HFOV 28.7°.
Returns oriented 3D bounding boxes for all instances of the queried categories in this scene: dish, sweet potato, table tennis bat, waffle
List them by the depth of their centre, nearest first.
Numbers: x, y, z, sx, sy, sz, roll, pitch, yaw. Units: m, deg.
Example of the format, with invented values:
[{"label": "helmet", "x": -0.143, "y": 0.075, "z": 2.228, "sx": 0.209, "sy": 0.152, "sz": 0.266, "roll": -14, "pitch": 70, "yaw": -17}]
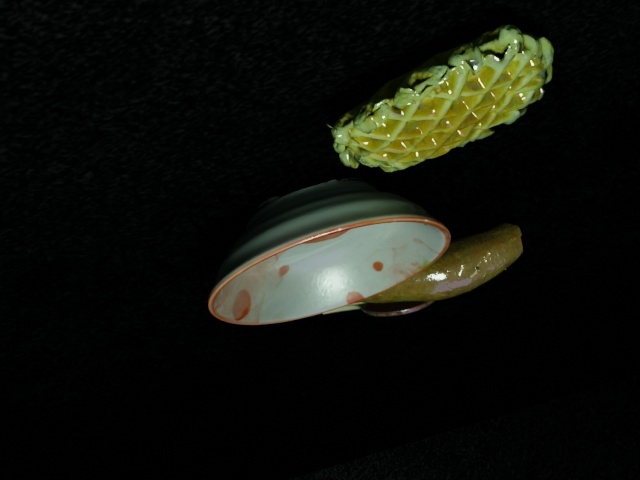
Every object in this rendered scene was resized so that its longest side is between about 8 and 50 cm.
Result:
[{"label": "waffle", "x": 0.110, "y": -0.120, "z": 1.112, "sx": 0.214, "sy": 0.054, "sz": 0.208, "roll": -27, "pitch": 164, "yaw": 15}, {"label": "dish", "x": 0.000, "y": 0.000, "z": 1.303, "sx": 0.260, "sy": 0.085, "sz": 0.260, "roll": -15, "pitch": 161, "yaw": -5}, {"label": "sweet potato", "x": 0.143, "y": 0.045, "z": 1.589, "sx": 0.244, "sy": 0.077, "sz": 0.077, "roll": -21, "pitch": 162, "yaw": 1}, {"label": "table tennis bat", "x": 0.079, "y": 0.078, "z": 1.642, "sx": 0.158, "sy": 0.014, "sz": 0.095, "roll": -8, "pitch": -157, "yaw": 12}]
